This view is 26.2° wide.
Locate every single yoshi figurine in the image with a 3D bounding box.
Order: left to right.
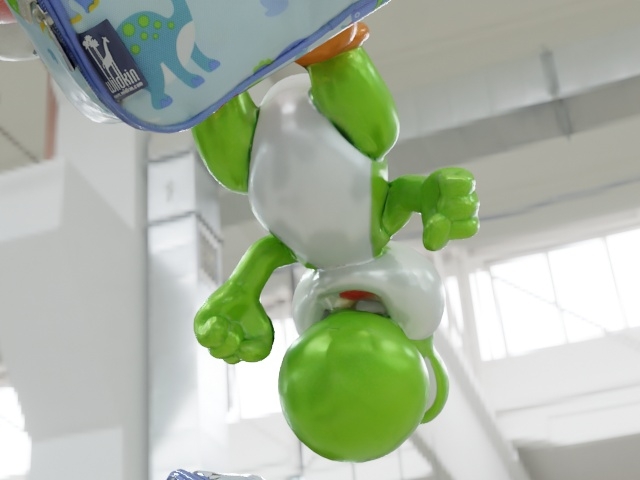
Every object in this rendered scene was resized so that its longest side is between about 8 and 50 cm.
[{"bbox_3d":[0.005,0.011,0.981,0.203,0.203,0.362,15,-46,54],"label":"yoshi figurine"}]

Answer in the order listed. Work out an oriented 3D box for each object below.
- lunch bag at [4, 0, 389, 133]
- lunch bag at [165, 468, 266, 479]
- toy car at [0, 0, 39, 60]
[{"bbox_3d":[-0.048,-0.164,0.618,0.219,0.090,0.176,-33,-71,-17],"label":"lunch bag"},{"bbox_3d":[-0.095,0.368,1.263,0.115,0.303,0.243,8,-2,-24],"label":"lunch bag"},{"bbox_3d":[-0.181,-0.170,0.817,0.210,0.219,0.238,31,-12,27],"label":"toy car"}]
